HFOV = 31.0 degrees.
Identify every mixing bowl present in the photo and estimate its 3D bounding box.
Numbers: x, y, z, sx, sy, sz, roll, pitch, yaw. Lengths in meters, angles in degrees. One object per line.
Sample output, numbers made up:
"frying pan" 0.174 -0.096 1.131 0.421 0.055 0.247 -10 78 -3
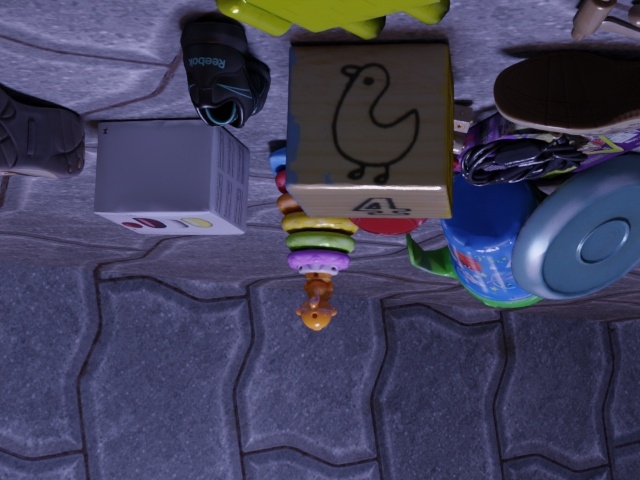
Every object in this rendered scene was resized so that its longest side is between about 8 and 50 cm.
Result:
"mixing bowl" 0.099 -0.068 1.684 0.181 0.098 0.181 3 161 1

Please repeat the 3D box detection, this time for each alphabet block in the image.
"alphabet block" 0.069 -0.134 1.471 0.197 0.192 0.193 0 172 9

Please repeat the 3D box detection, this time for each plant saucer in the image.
"plant saucer" 0.471 -0.008 1.956 0.318 0.043 0.317 -17 139 -16

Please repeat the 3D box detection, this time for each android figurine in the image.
"android figurine" 0.005 -0.262 1.144 0.248 0.056 0.273 -5 170 37

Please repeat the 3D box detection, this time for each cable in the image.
"cable" 0.293 -0.118 1.689 0.184 0.047 0.151 -14 169 35

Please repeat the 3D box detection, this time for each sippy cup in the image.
"sippy cup" 0.317 -0.023 2.033 0.240 0.305 0.224 44 180 29

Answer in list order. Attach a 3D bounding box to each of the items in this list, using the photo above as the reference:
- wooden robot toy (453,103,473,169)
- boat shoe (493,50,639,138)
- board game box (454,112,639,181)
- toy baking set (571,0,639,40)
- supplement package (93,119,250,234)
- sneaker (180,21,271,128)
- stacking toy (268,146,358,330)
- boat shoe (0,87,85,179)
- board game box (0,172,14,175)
"wooden robot toy" 0.173 -0.153 1.704 0.079 0.076 0.173 13 170 0
"boat shoe" 0.356 -0.173 1.430 0.285 0.104 0.089 1 167 3
"board game box" 0.345 -0.153 1.730 0.208 0.056 0.347 1 171 -19
"toy baking set" 0.372 -0.241 1.253 0.197 0.030 0.256 3 170 -4
"supplement package" -0.235 -0.097 1.857 0.194 0.149 0.203 0 171 12
"sneaker" -0.125 -0.187 1.451 0.101 0.106 0.267 -1 171 9
"stacking toy" 0.000 0.000 1.922 0.175 0.301 0.166 1 170 3
"boat shoe" -0.491 -0.151 1.653 0.130 0.132 0.355 -4 167 29
"board game box" -0.585 -0.149 1.928 0.147 0.045 0.193 -1 170 16
